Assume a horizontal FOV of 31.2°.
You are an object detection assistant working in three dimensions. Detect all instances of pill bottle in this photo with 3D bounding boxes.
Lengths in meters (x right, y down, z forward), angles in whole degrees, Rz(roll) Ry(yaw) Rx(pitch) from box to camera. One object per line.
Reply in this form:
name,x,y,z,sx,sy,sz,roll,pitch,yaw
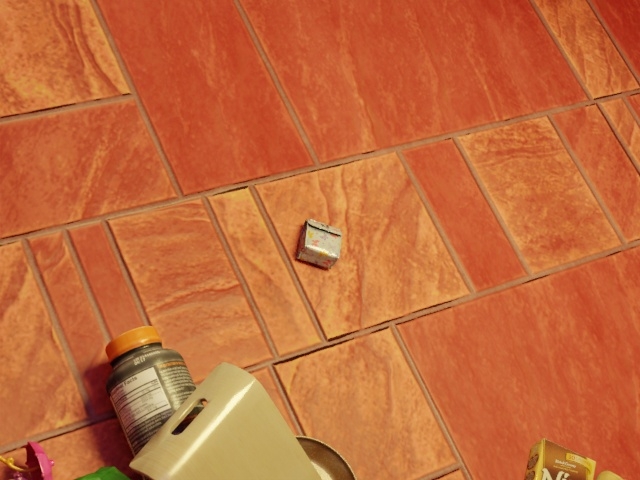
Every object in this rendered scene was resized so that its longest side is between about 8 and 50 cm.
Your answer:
pill bottle,-0.251,0.257,1.780,0.130,0.130,0.245,-16,69,-29

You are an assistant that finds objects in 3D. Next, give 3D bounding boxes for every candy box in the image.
candy box,0.405,0.450,1.983,0.109,0.053,0.186,24,54,-7

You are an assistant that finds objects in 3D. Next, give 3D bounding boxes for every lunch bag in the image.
lunch bag,0.000,0.000,2.078,0.071,0.053,0.083,20,47,-12

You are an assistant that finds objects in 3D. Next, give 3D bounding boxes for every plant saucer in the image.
plant saucer,-0.033,0.412,1.836,0.199,0.036,0.198,10,59,-16

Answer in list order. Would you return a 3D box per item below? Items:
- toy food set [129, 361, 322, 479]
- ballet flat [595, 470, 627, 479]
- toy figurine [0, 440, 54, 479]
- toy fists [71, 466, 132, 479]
toy food set,-0.126,0.366,1.689,0.219,0.092,0.306,-48,119,-35
ballet flat,0.588,0.478,2.029,0.232,0.080,0.073,31,40,-5
toy figurine,-0.472,0.341,1.667,0.159,0.130,0.173,26,77,-18
toy fists,-0.273,0.452,1.655,0.279,0.096,0.142,44,14,6
